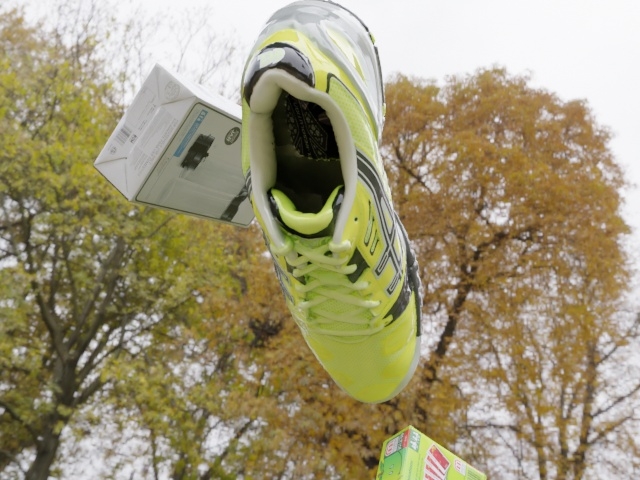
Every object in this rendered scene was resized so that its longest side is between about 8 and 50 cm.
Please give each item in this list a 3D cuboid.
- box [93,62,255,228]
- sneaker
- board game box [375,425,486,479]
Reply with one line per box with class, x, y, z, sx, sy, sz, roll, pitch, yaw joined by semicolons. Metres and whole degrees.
box;-0.164;-0.124;0.918;0.087;0.169;0.290;40;10;23
sneaker;0.000;0.000;0.548;0.145;0.147;0.385;-6;-64;20
board game box;0.084;0.258;0.517;0.092;0.181;0.043;35;-51;-10
